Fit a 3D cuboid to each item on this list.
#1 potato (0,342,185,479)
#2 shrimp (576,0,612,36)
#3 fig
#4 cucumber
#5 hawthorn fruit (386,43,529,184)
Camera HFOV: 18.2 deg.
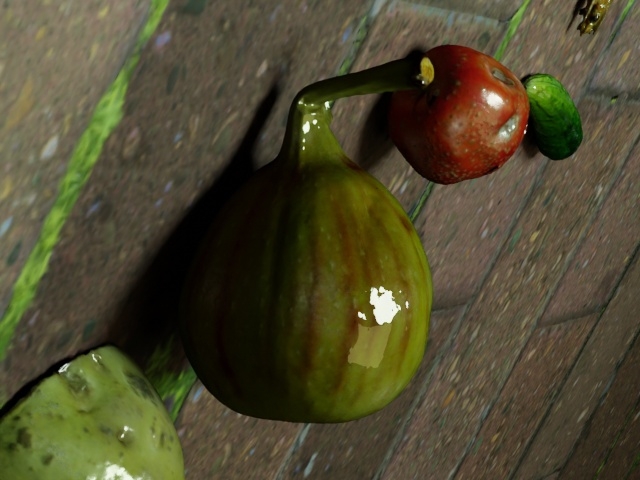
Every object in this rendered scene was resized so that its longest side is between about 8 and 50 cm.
[{"bbox_3d":[-0.141,0.199,1.055,0.160,0.111,0.271,-21,139,-64],"label":"potato"},{"bbox_3d":[0.225,-0.201,1.482,0.114,0.023,0.083,-65,163,9],"label":"shrimp"},{"bbox_3d":[-0.010,0.009,1.080,0.142,0.148,0.186,-24,105,-37],"label":"fig"},{"bbox_3d":[0.178,-0.091,1.510,0.039,0.039,0.168,-56,159,-7],"label":"cucumber"},{"bbox_3d":[0.082,-0.082,1.235,0.093,0.093,0.093,-49,159,-26],"label":"hawthorn fruit"}]
